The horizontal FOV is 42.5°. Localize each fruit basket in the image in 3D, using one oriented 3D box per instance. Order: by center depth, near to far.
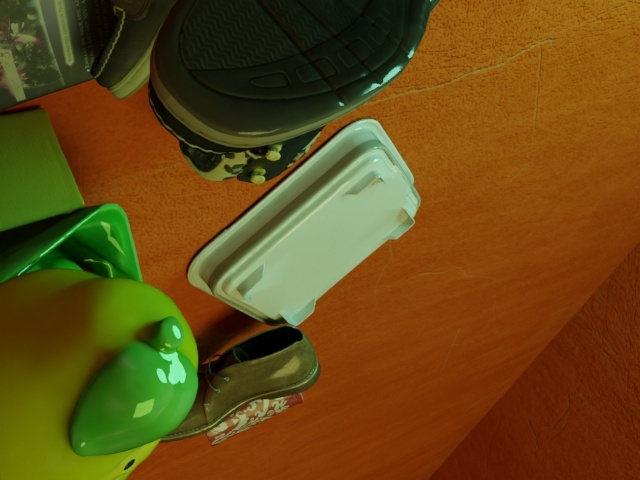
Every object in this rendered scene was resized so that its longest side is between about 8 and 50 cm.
[{"bbox_3d":[-0.236,0.136,0.661,0.392,0.392,0.283,-24,126,-26],"label":"fruit basket"}]

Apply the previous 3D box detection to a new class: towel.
[{"bbox_3d":[-0.326,-0.039,0.679,0.237,0.102,0.021,-20,174,-32],"label":"towel"}]

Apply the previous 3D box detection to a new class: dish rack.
[{"bbox_3d":[0.000,0.000,1.170,0.333,0.072,0.285,-41,152,4],"label":"dish rack"}]

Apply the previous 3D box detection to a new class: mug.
[{"bbox_3d":[-0.126,0.273,1.397,0.169,0.113,0.150,-28,150,-12],"label":"mug"}]

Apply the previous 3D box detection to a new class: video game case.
[{"bbox_3d":[-0.215,-0.197,0.646,0.274,0.026,0.196,-25,150,-23],"label":"video game case"}]

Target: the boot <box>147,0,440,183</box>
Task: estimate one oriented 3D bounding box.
[{"bbox_3d":[-0.039,-0.135,0.686,0.284,0.138,0.377,-40,-170,49],"label":"boot"}]

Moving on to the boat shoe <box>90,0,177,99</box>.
[{"bbox_3d":[-0.117,-0.219,0.605,0.092,0.103,0.285,26,139,-21],"label":"boat shoe"}]

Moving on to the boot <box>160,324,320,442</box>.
[{"bbox_3d":[-0.155,0.206,1.241,0.305,0.112,0.115,-21,142,-5],"label":"boot"}]
